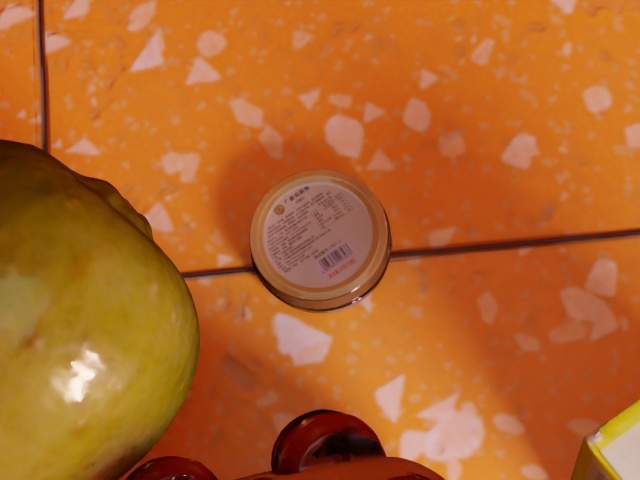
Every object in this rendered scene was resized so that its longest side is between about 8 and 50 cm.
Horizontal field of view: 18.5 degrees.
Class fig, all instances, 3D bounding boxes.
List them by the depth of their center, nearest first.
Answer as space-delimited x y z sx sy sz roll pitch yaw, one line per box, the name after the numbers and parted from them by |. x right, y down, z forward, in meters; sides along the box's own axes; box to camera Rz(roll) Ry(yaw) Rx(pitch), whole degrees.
-0.243 0.089 1.325 0.326 0.258 0.258 -44 74 6 | fig

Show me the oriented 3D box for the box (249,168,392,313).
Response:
0.000 0.000 1.435 0.106 0.037 0.105 -1 74 5 | box

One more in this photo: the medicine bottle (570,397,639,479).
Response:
0.252 0.161 1.253 0.137 0.250 0.141 -38 76 -8 | medicine bottle

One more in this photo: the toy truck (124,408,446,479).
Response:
-0.021 0.259 1.291 0.265 0.189 0.239 -15 108 -18 | toy truck
